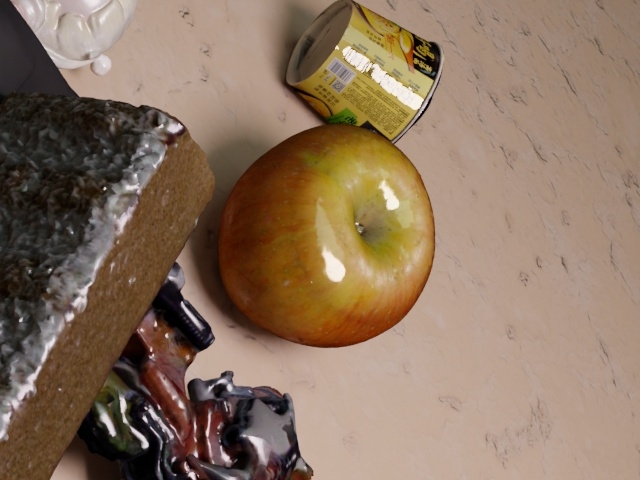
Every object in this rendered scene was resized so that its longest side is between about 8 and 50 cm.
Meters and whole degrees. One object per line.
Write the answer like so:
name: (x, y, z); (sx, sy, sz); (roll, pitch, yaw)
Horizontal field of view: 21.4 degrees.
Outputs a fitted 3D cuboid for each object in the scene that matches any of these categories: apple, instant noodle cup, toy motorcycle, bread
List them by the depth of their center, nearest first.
bread: (-0.227, 0.071, 1.141); (0.416, 0.165, 0.113); (-64, 147, -35)
toy motorcycle: (-0.122, 0.130, 1.417); (0.401, 0.134, 0.207); (51, 36, -19)
apple: (0.000, 0.000, 1.631); (0.235, 0.173, 0.210); (-20, 89, -46)
instant noodle cup: (0.044, -0.184, 1.832); (0.122, 0.151, 0.151); (36, 43, -25)

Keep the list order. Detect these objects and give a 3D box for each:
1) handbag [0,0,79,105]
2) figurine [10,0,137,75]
handbag: (-0.334, -0.127, 1.244); (0.342, 0.152, 0.288); (56, 32, -30)
figurine: (-0.264, -0.239, 1.483); (0.257, 0.144, 0.182); (45, 18, -21)
